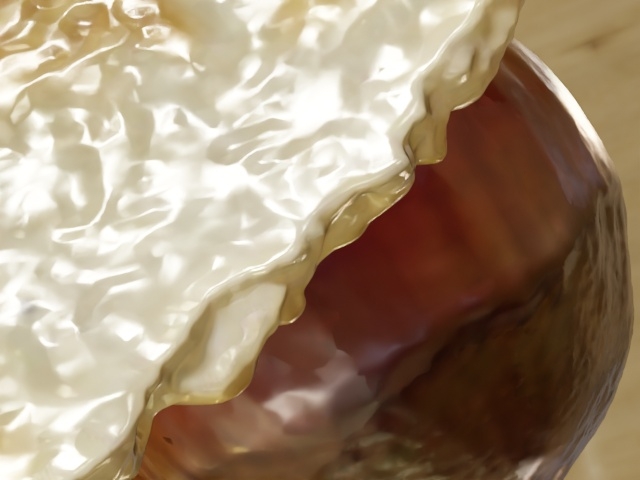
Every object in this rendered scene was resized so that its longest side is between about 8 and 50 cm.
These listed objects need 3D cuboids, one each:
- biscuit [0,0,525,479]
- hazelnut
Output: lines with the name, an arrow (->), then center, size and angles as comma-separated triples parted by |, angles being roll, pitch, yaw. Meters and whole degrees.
biscuit -> -0.081, -0.020, 0.728 | 0.309, 0.205, 0.040 | -48, -34, -20
hazelnut -> 0.000, 0.000, 1.192 | 0.421, 0.353, 0.421 | 30, -150, -19
